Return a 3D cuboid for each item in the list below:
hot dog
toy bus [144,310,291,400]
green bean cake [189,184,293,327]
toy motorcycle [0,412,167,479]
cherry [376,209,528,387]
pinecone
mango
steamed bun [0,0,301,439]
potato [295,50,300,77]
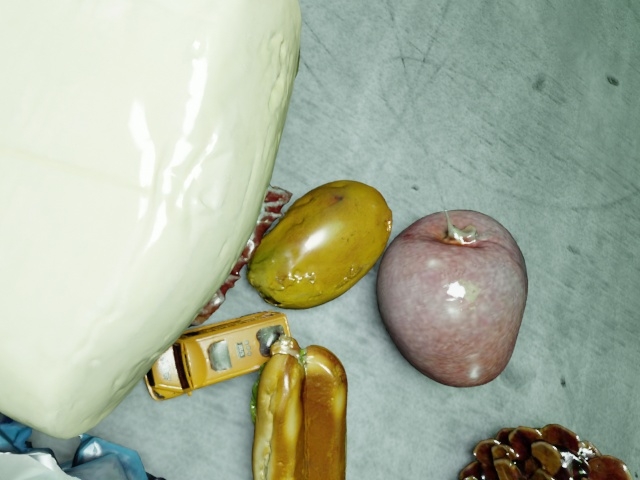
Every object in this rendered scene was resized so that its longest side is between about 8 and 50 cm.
[{"bbox_3d":[-0.030,0.279,0.682,0.135,0.100,0.337,-8,105,-27],"label":"hot dog"},{"bbox_3d":[-0.137,0.152,0.694,0.195,0.088,0.083,-12,86,-27],"label":"toy bus"},{"bbox_3d":[-0.167,0.002,0.705,0.199,0.097,0.232,22,71,-19],"label":"green bean cake"},{"bbox_3d":[-0.279,0.244,0.582,0.232,0.172,0.416,-12,76,-33],"label":"toy motorcycle"},{"bbox_3d":[0.203,0.089,0.788,0.261,0.221,0.307,-48,127,-51],"label":"cherry"},{"bbox_3d":[0.344,0.436,0.776,0.296,0.242,0.298,10,81,-25],"label":"pinecone"},{"bbox_3d":[0.000,0.000,0.771,0.249,0.151,0.156,-36,60,-18],"label":"mango"},{"bbox_3d":[-0.229,-0.088,0.509,0.371,0.290,0.455,27,89,3],"label":"steamed bun"},{"bbox_3d":[-0.156,-0.327,0.730,0.307,0.173,0.210,39,30,-17],"label":"potato"}]
